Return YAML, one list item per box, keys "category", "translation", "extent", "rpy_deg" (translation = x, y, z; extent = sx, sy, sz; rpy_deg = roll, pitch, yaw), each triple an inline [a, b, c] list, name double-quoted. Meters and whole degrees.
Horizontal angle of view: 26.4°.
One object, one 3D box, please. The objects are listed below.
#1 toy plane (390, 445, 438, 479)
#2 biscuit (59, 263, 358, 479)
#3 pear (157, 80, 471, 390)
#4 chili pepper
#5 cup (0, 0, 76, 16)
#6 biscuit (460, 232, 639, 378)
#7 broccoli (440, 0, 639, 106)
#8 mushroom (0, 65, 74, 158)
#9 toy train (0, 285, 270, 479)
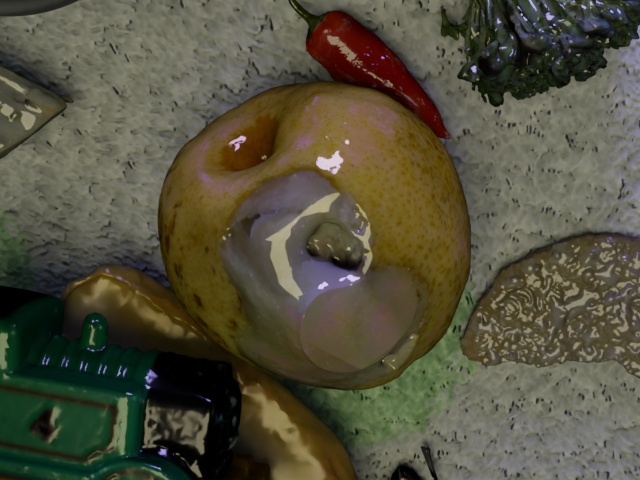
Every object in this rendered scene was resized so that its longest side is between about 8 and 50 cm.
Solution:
- category: "toy plane"
  translation: [0.103, 0.270, 1.328]
  extent: [0.060, 0.037, 0.145]
  rpy_deg: [-22, 101, 5]
- category: "biscuit"
  translation: [-0.168, 0.260, 1.329]
  extent: [0.446, 0.104, 0.429]
  rpy_deg: [34, 112, -2]
- category: "pear"
  translation: [0.000, 0.000, 1.147]
  extent: [0.271, 0.271, 0.271]
  rpy_deg: [3, 110, 7]
- category: "chili pepper"
  translation: [0.038, -0.148, 1.176]
  extent: [0.191, 0.050, 0.059]
  rpy_deg: [41, 154, -4]
- category: "cup"
  translation: [-0.160, -0.301, 1.003]
  extent: [0.322, 0.327, 0.237]
  rpy_deg: [8, 111, 4]
- category: "biscuit"
  translation: [0.255, 0.059, 1.230]
  extent: [0.250, 0.032, 0.133]
  rpy_deg: [5, 109, 8]
- category: "broccoli"
  translation: [0.129, -0.255, 1.092]
  extent: [0.165, 0.145, 0.304]
  rpy_deg: [-33, 90, 14]
- category: "mushroom"
  translation: [-0.399, -0.149, 1.222]
  extent: [0.351, 0.097, 0.109]
  rpy_deg: [17, 109, 6]
- category: "toy train"
  translation: [-0.225, 0.172, 1.171]
  extent: [0.429, 0.178, 0.249]
  rpy_deg: [8, 99, 9]
